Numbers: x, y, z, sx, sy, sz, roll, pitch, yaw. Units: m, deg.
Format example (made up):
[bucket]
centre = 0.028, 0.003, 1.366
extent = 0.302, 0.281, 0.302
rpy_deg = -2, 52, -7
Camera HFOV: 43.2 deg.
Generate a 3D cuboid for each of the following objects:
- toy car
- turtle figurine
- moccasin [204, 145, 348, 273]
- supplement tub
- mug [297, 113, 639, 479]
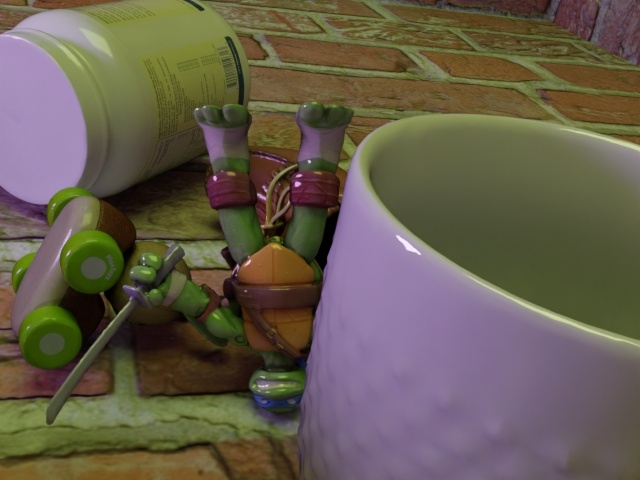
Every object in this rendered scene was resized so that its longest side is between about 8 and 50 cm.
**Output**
[toy car]
centre = -0.182, 0.054, 0.776
extent = 0.188, 0.149, 0.155
rpy_deg = 26, 9, -30
[turtle figurine]
centre = -0.049, 0.018, 0.664
extent = 0.197, 0.266, 0.274
rpy_deg = -2, -4, 39
[moccasin]
centre = -0.001, 0.003, 0.914
extent = 0.380, 0.139, 0.147
rpy_deg = 39, 29, 28
[supplement tub]
centre = -0.266, -0.189, 1.052
extent = 0.235, 0.235, 0.325
rpy_deg = 22, 29, 20
[mug]
centre = 0.168, 0.130, 0.502
extent = 0.374, 0.328, 0.276
rpy_deg = 7, 28, -9
